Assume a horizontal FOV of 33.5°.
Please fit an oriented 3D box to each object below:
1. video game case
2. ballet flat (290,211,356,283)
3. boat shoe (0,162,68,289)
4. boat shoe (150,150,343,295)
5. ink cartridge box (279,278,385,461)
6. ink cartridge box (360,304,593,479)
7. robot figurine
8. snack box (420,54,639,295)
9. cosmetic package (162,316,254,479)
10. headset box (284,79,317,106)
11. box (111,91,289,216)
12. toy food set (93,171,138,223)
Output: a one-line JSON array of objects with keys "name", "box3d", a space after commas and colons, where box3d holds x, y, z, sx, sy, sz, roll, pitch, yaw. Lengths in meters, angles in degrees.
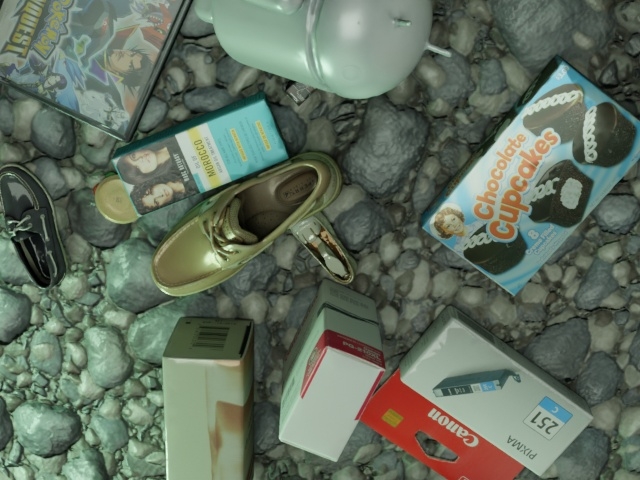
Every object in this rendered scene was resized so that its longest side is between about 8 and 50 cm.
[{"name": "video game case", "box3d": [-0.338, -0.315, 1.544, 0.248, 0.035, 0.275, 25, 110, -8]}, {"name": "ballet flat", "box3d": [0.000, 0.000, 1.643, 0.057, 0.052, 0.168, -40, 104, 15]}, {"name": "boat shoe", "box3d": [-0.449, -0.019, 1.646, 0.075, 0.065, 0.206, -15, 110, 8]}, {"name": "boat shoe", "box3d": [-0.127, -0.027, 1.590, 0.341, 0.110, 0.122, -35, 86, 14]}, {"name": "ink cartridge box", "box3d": [0.015, 0.191, 1.619, 0.100, 0.237, 0.172, 23, 110, -9]}, {"name": "ink cartridge box", "box3d": [0.247, 0.289, 1.739, 0.296, 0.066, 0.261, 35, 107, -10]}, {"name": "robot figurine", "box3d": [-0.002, -0.305, 1.397, 0.353, 0.300, 0.200, 23, 106, 31]}, {"name": "snack box", "box3d": [0.321, -0.093, 1.592, 0.187, 0.060, 0.322, 35, 108, -10]}, {"name": "cosmetic package", "box3d": [-0.175, 0.287, 1.709, 0.129, 0.153, 0.296, 3, 112, 2]}, {"name": "headset box", "box3d": [-0.011, -0.240, 1.547, 0.083, 0.062, 0.032, -41, 105, 15]}, {"name": "box", "box3d": [-0.178, -0.129, 1.585, 0.244, 0.060, 0.101, -21, 109, 4]}, {"name": "toy food set", "box3d": [-0.310, -0.066, 1.646, 0.082, 0.020, 0.083, -3, 111, 4]}]
